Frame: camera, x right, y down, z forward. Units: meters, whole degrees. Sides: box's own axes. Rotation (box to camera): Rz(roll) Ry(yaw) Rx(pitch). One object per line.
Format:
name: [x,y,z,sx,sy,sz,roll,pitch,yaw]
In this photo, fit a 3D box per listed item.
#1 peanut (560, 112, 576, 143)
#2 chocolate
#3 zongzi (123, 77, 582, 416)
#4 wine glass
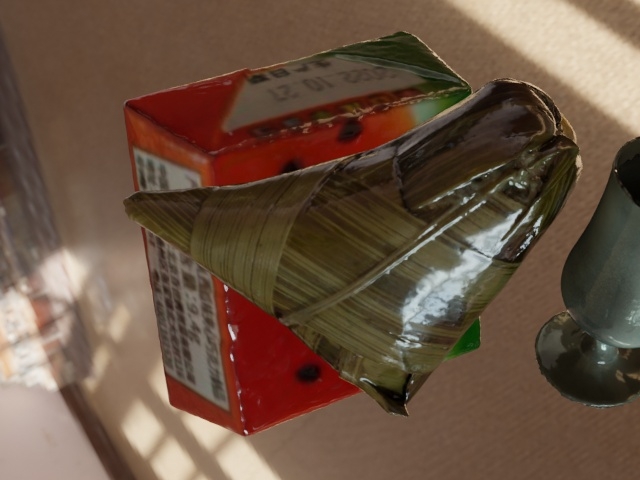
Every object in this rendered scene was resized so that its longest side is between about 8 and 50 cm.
peanut: [0.179,-0.037,1.236,0.087,0.087,0.207,29,92,46]
chocolate: [0.000,0.000,1.307,0.161,0.341,0.360,32,133,54]
zongzi: [0.021,-0.040,0.985,0.288,0.134,0.286,32,115,-5]
wine glass: [0.240,0.026,0.982,0.103,0.103,0.231,46,150,29]
